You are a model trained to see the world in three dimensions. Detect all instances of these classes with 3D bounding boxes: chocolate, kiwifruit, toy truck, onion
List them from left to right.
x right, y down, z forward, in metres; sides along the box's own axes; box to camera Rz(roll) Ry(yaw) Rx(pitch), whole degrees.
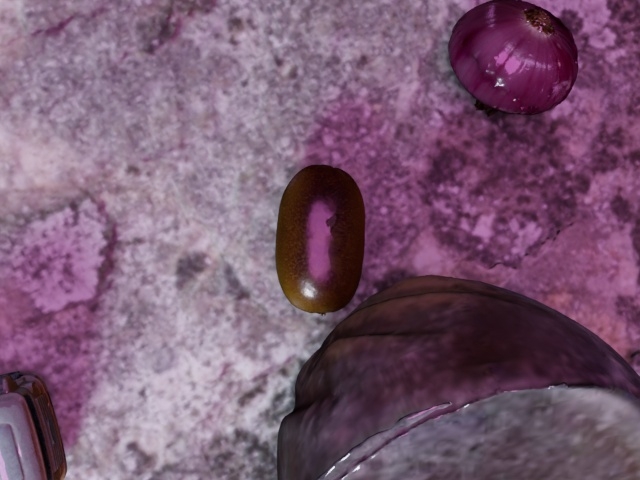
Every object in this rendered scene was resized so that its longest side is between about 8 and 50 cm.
[{"bbox_3d":[-0.322,0.178,0.675,0.257,0.140,0.107,-14,91,-10],"label":"toy truck"},{"bbox_3d":[0.000,0.000,0.773,0.075,0.075,0.124,0,86,-10],"label":"kiwifruit"},{"bbox_3d":[0.092,0.148,0.717,0.303,0.213,0.303,-7,127,-9],"label":"chocolate"},{"bbox_3d":[0.163,-0.152,0.800,0.115,0.115,0.104,16,130,-10],"label":"onion"}]
